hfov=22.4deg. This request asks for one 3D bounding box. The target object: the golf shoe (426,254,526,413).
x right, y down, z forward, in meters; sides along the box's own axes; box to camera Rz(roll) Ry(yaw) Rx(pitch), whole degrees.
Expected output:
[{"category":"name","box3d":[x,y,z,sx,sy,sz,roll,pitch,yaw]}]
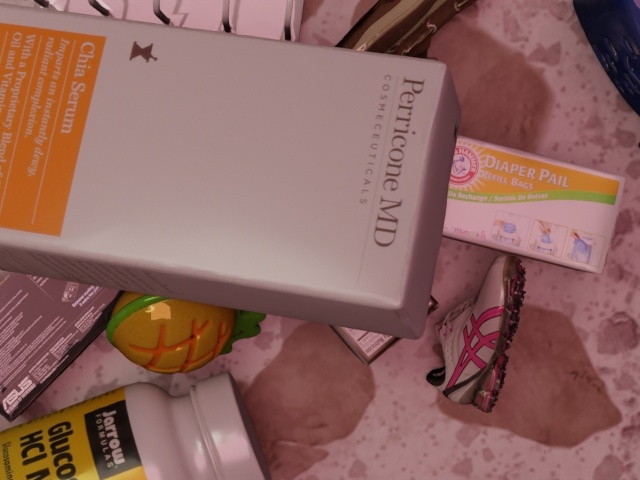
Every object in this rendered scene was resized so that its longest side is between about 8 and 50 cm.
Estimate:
[{"category":"golf shoe","box3d":[0.158,0.092,1.650,0.086,0.067,0.186,18,121,11]}]

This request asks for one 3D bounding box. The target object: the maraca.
[{"category":"maraca","box3d":[-0.134,0.086,1.624,0.127,0.186,0.099,-30,62,27]}]

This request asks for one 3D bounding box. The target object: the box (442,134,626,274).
[{"category":"box","box3d":[0.195,-0.039,1.656,0.203,0.114,0.103,14,90,-1]}]

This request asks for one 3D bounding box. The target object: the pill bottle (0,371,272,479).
[{"category":"pill bottle","box3d":[-0.223,0.254,1.614,0.334,0.188,0.188,-21,92,-1]}]

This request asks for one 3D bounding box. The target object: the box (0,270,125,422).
[{"category":"box","box3d":[-0.295,-0.005,1.662,0.242,0.076,0.307,44,90,-2]}]

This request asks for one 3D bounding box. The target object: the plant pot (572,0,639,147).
[{"category":"plant pot","box3d":[0.410,-0.189,1.604,0.236,0.236,0.212,-21,98,-1]}]

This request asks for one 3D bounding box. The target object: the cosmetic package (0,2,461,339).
[{"category":"cosmetic package","box3d":[-0.115,-0.065,1.483,0.453,0.161,0.230,8,79,12]}]

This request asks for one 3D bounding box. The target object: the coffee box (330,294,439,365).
[{"category":"coffee box","box3d":[0.000,0.000,1.639,0.098,0.141,0.246,-40,93,-1]}]

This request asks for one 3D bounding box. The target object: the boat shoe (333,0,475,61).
[{"category":"boat shoe","box3d":[0.082,-0.200,1.661,0.095,0.095,0.257,42,90,-8]}]

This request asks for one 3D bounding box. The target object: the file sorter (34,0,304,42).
[{"category":"file sorter","box3d":[-0.146,-0.310,1.612,0.278,0.173,0.192,8,92,-2]}]
